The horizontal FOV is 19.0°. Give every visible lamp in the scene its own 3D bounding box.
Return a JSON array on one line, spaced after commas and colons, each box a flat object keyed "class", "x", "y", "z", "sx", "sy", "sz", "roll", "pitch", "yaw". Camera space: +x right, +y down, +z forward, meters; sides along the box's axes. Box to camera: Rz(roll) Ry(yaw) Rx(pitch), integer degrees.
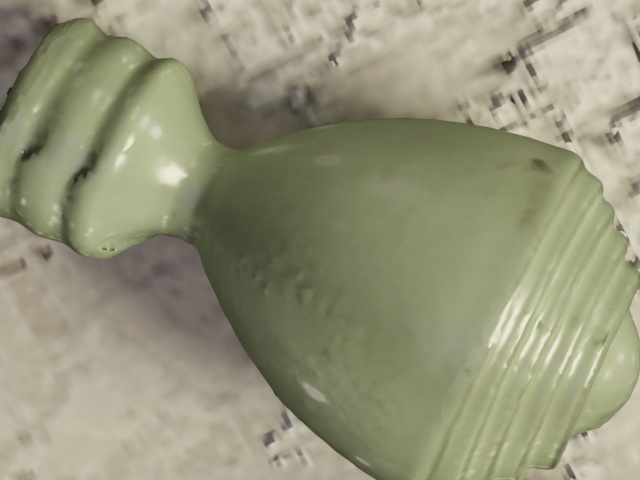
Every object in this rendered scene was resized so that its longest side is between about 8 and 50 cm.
[{"class": "lamp", "x": 0.000, "y": 0.000, "z": 0.540, "sx": 0.193, "sy": 0.106, "sz": 0.106, "roll": 26, "pitch": 110, "yaw": 7}]
